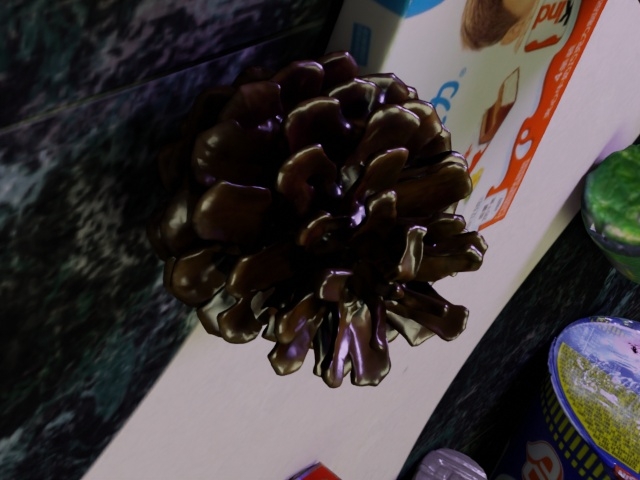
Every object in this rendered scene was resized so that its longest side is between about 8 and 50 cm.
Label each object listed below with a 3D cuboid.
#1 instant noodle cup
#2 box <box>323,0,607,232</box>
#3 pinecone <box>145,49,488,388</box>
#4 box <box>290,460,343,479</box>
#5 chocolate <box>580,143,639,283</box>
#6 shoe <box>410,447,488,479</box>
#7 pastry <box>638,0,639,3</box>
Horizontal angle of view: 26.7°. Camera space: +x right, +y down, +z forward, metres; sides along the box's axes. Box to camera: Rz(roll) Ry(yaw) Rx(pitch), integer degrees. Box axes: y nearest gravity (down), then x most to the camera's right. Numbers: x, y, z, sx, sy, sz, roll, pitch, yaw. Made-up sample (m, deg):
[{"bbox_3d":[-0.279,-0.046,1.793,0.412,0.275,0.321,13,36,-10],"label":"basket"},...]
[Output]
[{"bbox_3d":[0.307,0.289,1.532,0.284,0.284,0.312,-23,150,-48],"label":"instant noodle cup"},{"bbox_3d":[0.086,-0.102,0.835,0.265,0.048,0.273,-22,142,-48],"label":"box"},{"bbox_3d":[0.005,-0.003,0.653,0.163,0.165,0.162,-13,123,-21],"label":"pinecone"},{"bbox_3d":[0.030,0.280,1.100,0.048,0.175,0.112,-19,140,-48],"label":"box"},{"bbox_3d":[0.324,-0.005,1.334,0.110,0.110,0.291,-53,158,0],"label":"chocolate"},{"bbox_3d":[0.092,0.321,1.343,0.227,0.099,0.125,-63,-176,-37],"label":"shoe"},{"bbox_3d":[0.218,-0.208,0.769,0.250,0.102,0.154,56,49,-35],"label":"pastry"}]
